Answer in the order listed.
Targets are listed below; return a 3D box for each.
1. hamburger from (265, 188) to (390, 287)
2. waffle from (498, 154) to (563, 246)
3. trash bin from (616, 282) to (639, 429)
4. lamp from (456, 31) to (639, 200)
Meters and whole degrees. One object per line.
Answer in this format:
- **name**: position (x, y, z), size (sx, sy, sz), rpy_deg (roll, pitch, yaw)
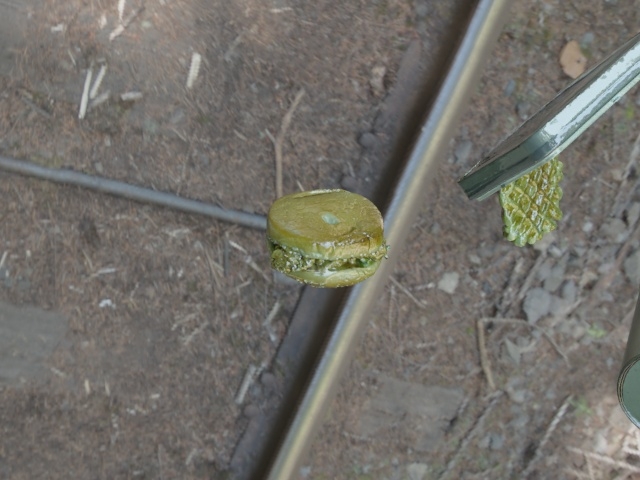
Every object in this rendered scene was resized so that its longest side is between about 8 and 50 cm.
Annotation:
- **hamburger**: position (0.000, 0.000, 1.295), size (0.215, 0.189, 0.122), rpy_deg (-13, 128, -32)
- **waffle**: position (0.345, -0.085, 1.296), size (0.169, 0.036, 0.184), rpy_deg (-28, 116, -35)
- **trash bin**: position (0.786, 0.198, 1.662), size (0.432, 0.280, 0.280), rpy_deg (-46, 134, -47)
- **lamp**: position (0.314, -0.166, 1.022), size (0.269, 0.266, 0.047), rpy_deg (-41, 89, -11)
